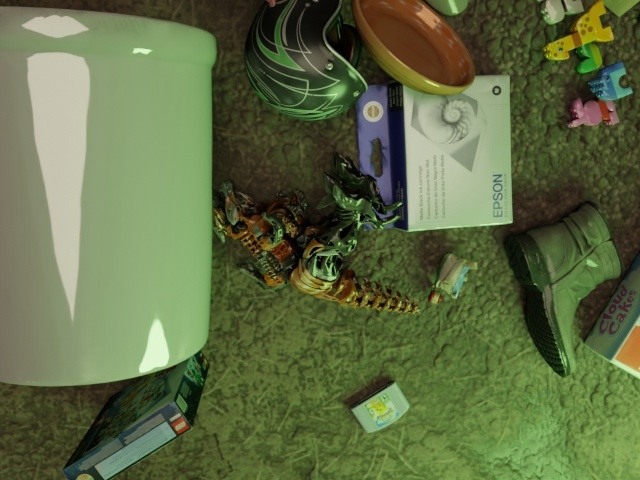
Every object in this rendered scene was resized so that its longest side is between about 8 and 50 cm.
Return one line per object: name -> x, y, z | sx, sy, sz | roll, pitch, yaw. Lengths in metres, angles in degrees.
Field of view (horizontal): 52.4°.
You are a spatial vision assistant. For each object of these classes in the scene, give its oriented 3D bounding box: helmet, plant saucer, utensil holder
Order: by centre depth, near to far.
utensil holder -> -0.292, -0.059, 0.797 | 0.327, 0.327, 0.386 | 1, 100, -4
helmet -> -0.018, -0.241, 0.868 | 0.169, 0.169, 0.162 | 7, 80, -5
plant saucer -> 0.122, -0.269, 0.881 | 0.200, 0.200, 0.037 | 37, 131, -8

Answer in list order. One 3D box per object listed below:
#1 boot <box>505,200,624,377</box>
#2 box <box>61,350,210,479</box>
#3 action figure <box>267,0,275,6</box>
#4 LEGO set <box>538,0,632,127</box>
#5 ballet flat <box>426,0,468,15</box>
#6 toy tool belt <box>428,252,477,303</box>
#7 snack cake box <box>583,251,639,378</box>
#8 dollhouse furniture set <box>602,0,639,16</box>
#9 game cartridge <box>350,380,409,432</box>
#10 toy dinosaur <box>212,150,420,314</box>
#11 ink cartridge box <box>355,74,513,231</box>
boot -> 0.394, 0.076, 0.988 | 0.161, 0.083, 0.247 | -20, 100, -7
box -> -0.237, 0.232, 0.883 | 0.159, 0.233, 0.044 | -33, 99, 1
action figure -> -0.083, -0.478, 0.815 | 0.275, 0.248, 0.371 | -13, 92, -12
LEGO set -> 0.364, -0.261, 0.932 | 0.093, 0.087, 0.227 | -22, 98, -1
ballet flat -> 0.147, -0.415, 0.904 | 0.072, 0.068, 0.213 | -29, 99, 0
toy tool belt -> 0.201, 0.063, 0.984 | 0.051, 0.052, 0.083 | 21, 97, 2
snack cake box -> 0.550, 0.094, 0.994 | 0.152, 0.089, 0.265 | 29, 95, -9
dollhouse furniture set -> 0.513, -0.399, 0.953 | 0.144, 0.123, 0.151 | 36, 59, -8
game cartridge -> 0.096, 0.265, 1.023 | 0.083, 0.017, 0.056 | -32, 103, 1
toy dinosaur -> 0.000, 0.000, 0.937 | 0.321, 0.164, 0.218 | 26, 111, -25
ink cartridge box -> 0.168, -0.127, 0.957 | 0.223, 0.045, 0.224 | -5, 99, -3
